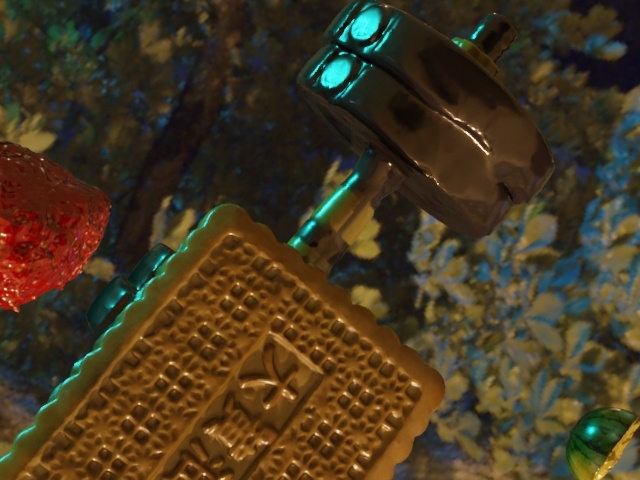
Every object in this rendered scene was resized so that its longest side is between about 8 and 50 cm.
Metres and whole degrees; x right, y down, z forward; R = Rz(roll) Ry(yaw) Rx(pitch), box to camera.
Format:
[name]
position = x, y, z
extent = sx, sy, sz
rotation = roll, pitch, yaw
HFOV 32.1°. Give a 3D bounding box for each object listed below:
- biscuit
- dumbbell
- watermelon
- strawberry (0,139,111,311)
[biscuit]
position = -0.066, 0.122, 0.574
extent = 0.172, 0.029, 0.254
rotation = 40, -104, -5
[dumbbell]
position = 0.000, 0.000, 0.744
extent = 0.185, 0.388, 0.185
rotation = 39, 177, 2
[watermelon]
position = 0.318, 0.231, 1.276
extent = 0.062, 0.105, 0.105
rotation = 37, -153, 17
[strawberry]
position = -0.236, -0.019, 0.898
extent = 0.187, 0.082, 0.146
rotation = -11, -103, -50
